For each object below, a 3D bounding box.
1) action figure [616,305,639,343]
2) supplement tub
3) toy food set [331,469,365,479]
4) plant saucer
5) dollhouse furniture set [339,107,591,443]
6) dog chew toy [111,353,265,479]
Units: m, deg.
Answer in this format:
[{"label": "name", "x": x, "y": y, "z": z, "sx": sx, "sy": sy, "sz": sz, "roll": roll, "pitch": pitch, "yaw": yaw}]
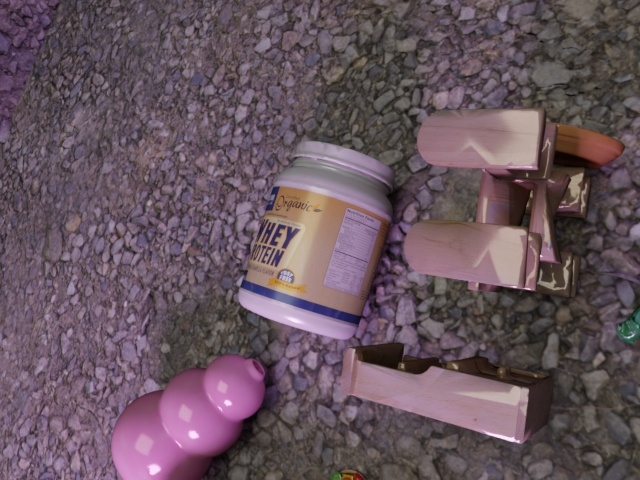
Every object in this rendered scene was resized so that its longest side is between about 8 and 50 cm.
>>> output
[{"label": "action figure", "x": 0.517, "y": 0.074, "z": 0.789, "sx": 0.232, "sy": 0.137, "sz": 0.063, "roll": -39, "pitch": 72, "yaw": 26}, {"label": "supplement tub", "x": 0.000, "y": 0.000, "z": 1.048, "sx": 0.228, "sy": 0.228, "sz": 0.316, "roll": 14, "pitch": 84, "yaw": 34}, {"label": "toy food set", "x": 0.049, "y": 0.450, "z": 1.014, "sx": 0.083, "sy": 0.020, "sz": 0.083, "roll": -5, "pitch": 74, "yaw": 31}, {"label": "plant saucer", "x": 0.359, "y": -0.147, "z": 0.889, "sx": 0.200, "sy": 0.200, "sz": 0.037, "roll": 17, "pitch": 97, "yaw": 34}, {"label": "dollhouse furniture set", "x": 0.206, "y": 0.046, "z": 0.827, "sx": 0.257, "sy": 0.362, "sz": 0.393, "roll": 7, "pitch": 88, "yaw": 33}, {"label": "dog chew toy", "x": -0.247, "y": 0.348, "z": 1.128, "sx": 0.332, "sy": 0.206, "sz": 0.206, "roll": -40, "pitch": 59, "yaw": 7}]
